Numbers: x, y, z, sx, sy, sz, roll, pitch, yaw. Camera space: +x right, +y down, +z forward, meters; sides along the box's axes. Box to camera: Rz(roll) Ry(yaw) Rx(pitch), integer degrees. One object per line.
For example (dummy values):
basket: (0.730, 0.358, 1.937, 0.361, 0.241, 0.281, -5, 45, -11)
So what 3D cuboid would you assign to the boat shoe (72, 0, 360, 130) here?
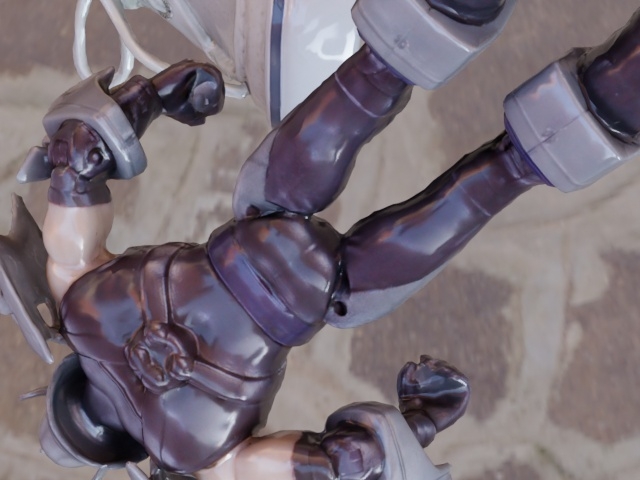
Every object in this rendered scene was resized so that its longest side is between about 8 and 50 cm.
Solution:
boat shoe: (-0.063, -0.144, 0.932, 0.156, 0.367, 0.135, 4, 112, -6)

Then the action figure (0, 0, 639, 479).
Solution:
action figure: (0.000, 0.000, 0.629, 0.285, 0.099, 0.185, -39, 97, 28)
